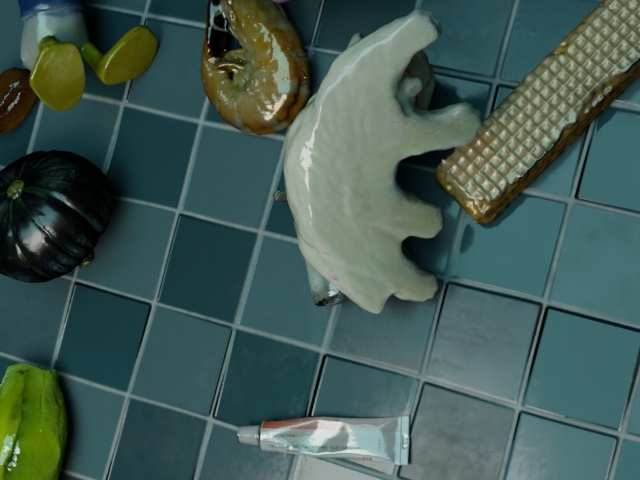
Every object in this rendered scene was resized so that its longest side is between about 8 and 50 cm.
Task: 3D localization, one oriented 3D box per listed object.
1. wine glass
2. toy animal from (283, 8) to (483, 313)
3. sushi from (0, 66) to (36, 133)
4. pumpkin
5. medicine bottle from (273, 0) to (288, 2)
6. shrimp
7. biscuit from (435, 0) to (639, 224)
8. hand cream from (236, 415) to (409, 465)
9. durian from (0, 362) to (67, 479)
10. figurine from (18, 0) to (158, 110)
[{"bbox_3d":[0.000,0.000,1.470,0.072,0.072,0.155,-25,76,15],"label":"wine glass"},{"bbox_3d":[0.065,-0.091,1.412,0.266,0.188,0.308,-35,114,-3],"label":"toy animal"},{"bbox_3d":[-0.441,-0.195,1.658,0.055,0.052,0.120,40,100,37],"label":"sushi"},{"bbox_3d":[-0.365,-0.035,1.559,0.194,0.150,0.194,-3,75,11],"label":"pumpkin"},{"bbox_3d":[0.052,-0.440,1.433,0.325,0.212,0.212,-20,77,17],"label":"medicine bottle"},{"bbox_3d":[-0.108,-0.269,1.552,0.152,0.063,0.287,-29,76,26],"label":"shrimp"},{"bbox_3d":[0.292,-0.179,1.396,0.378,0.054,0.094,-46,70,9],"label":"biscuit"},{"bbox_3d":[0.003,0.240,1.459,0.216,0.038,0.052,0,107,14],"label":"hand cream"},{"bbox_3d":[-0.399,0.286,1.560,0.139,0.101,0.250,7,84,55],"label":"durian"},{"bbox_3d":[-0.385,-0.366,1.592,0.338,0.204,0.283,32,116,31],"label":"figurine"}]
